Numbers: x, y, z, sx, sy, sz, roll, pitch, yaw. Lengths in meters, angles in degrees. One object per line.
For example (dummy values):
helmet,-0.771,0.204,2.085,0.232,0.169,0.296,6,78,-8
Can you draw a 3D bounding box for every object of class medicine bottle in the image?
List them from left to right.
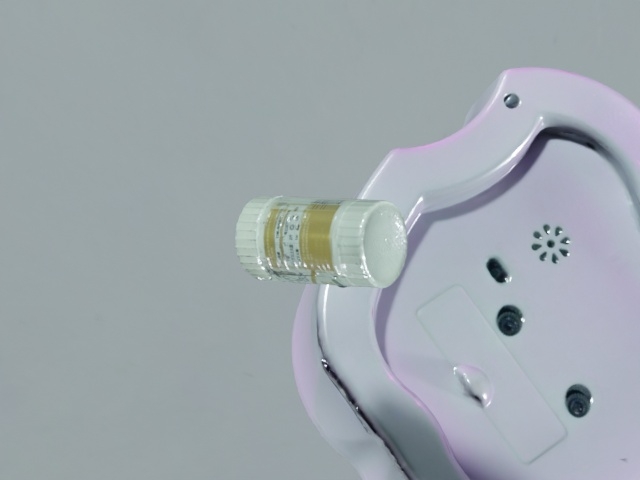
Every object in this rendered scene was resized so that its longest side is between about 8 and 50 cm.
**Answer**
medicine bottle,0.000,0.000,0.999,0.083,0.047,0.047,3,83,36

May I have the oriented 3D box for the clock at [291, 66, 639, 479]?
clock,0.156,0.060,1.239,0.338,0.102,0.339,2,74,-9
